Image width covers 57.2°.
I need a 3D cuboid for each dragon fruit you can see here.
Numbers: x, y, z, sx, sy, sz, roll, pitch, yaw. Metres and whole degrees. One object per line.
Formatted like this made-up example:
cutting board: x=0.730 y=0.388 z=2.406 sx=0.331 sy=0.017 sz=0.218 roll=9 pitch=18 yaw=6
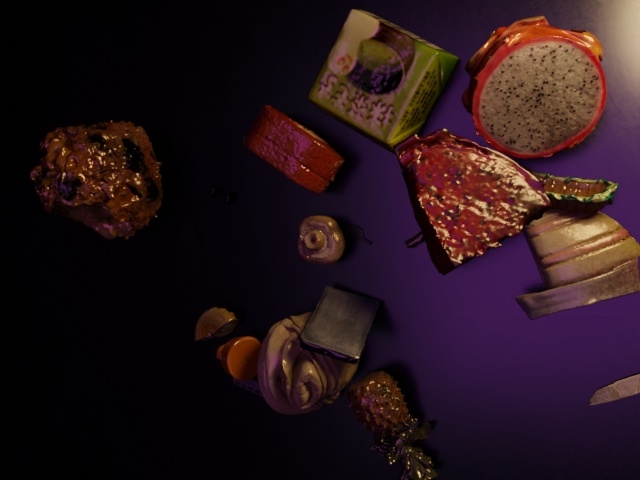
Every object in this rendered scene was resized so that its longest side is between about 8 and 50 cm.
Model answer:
dragon fruit: x=0.468 y=-0.353 z=1.313 sx=0.306 sy=0.225 sz=0.305 roll=4 pitch=122 yaw=7
dragon fruit: x=0.331 y=-0.118 z=1.395 sx=0.286 sy=0.228 sz=0.329 roll=-33 pitch=78 yaw=3

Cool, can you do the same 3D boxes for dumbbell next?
dumbbell: x=-0.301 y=-0.140 z=1.787 sx=0.083 sy=0.040 sz=0.036 roll=27 pitch=73 yaw=21

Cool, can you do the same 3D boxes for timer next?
timer: x=-0.263 y=0.347 z=1.773 sx=0.152 sy=0.132 sz=0.131 roll=-1 pitch=93 yaw=50

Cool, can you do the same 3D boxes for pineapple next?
pineapple: x=0.200 y=0.497 z=1.545 sx=0.170 sy=0.141 sz=0.309 roll=-29 pitch=88 yaw=-1

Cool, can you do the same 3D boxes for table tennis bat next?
table tennis bat: x=0.104 y=-0.011 z=1.619 sx=0.083 sy=0.007 sz=0.050 roll=31 pitch=106 yaw=22

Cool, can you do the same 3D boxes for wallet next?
wallet: x=0.053 y=0.219 z=1.546 sx=0.168 sy=0.222 sz=0.036 roll=14 pitch=133 yaw=13

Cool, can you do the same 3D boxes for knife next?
knife: x=0.747 y=0.313 z=1.329 sx=0.298 sy=0.017 sz=0.047 roll=-32 pitch=86 yaw=23

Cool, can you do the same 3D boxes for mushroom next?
mushroom: x=0.000 y=0.000 z=1.613 sx=0.148 sy=0.112 sz=0.147 roll=-3 pitch=85 yaw=30

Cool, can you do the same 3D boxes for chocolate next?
chocolate: x=0.145 y=-0.408 z=1.501 sx=0.301 sy=0.137 sz=0.288 roll=34 pitch=107 yaw=20

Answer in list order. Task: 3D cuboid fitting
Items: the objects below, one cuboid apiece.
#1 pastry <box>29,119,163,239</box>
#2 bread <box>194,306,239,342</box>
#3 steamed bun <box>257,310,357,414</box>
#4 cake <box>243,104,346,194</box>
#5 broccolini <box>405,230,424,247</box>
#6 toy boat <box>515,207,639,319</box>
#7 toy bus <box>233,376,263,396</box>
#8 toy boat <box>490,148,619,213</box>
pastry: x=-0.648 y=-0.202 z=1.772 sx=0.293 sy=0.405 sz=0.337 roll=-2 pitch=70 yaw=28
bread: x=-0.328 y=0.255 z=1.801 sx=0.157 sy=0.083 sz=0.094 roll=-45 pitch=72 yaw=19
steamed bun: x=-0.059 y=0.344 z=1.612 sx=0.289 sy=0.203 sz=0.275 roll=-14 pitch=85 yaw=27
cake: x=-0.078 y=-0.247 z=1.597 sx=0.283 sy=0.177 sz=0.150 roll=40 pitch=109 yaw=16
broccolini: x=0.270 y=-0.107 z=1.511 sx=0.123 sy=0.062 sz=0.271 roll=35 pitch=109 yaw=26
toy boat: x=0.586 y=0.035 z=1.344 sx=0.276 sy=0.111 sz=0.293 roll=-2 pitch=82 yaw=19
toy bus: x=-0.203 y=0.433 z=1.780 sx=0.131 sy=0.037 sz=0.052 roll=18 pitch=106 yaw=22
toy boat: x=0.525 y=-0.132 z=1.360 sx=0.293 sy=0.108 sz=0.099 roll=20 pitch=132 yaw=24
